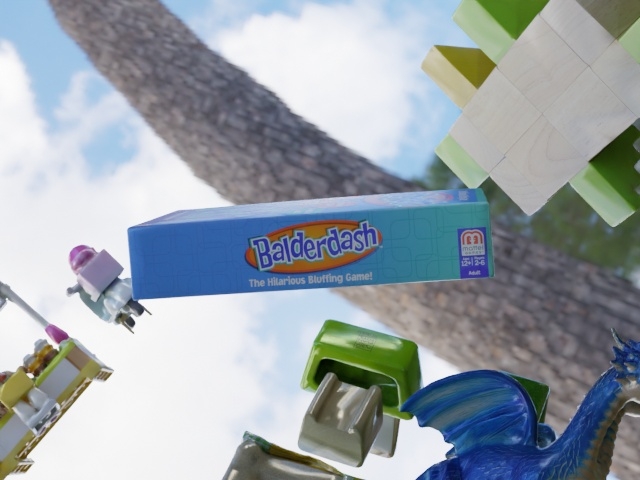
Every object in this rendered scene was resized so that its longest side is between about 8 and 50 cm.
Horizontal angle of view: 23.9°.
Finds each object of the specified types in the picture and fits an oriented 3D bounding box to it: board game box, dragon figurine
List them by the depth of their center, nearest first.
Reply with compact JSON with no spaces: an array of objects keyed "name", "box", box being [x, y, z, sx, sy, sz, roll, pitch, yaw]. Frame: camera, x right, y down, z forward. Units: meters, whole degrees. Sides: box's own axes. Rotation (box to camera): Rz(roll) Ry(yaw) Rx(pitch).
[{"name":"board game box","box":[0.000,0.000,0.938,0.160,0.210,0.047,-49,-45,-84]},{"name":"dragon figurine","box":[0.100,0.139,0.938,0.085,0.289,0.144,49,-142,-46]}]

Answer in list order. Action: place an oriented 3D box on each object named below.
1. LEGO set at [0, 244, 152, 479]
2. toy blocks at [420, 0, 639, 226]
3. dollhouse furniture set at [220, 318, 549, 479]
[{"name":"LEGO set","box":[-0.239,0.111,0.954,0.287,0.107,0.132,-46,-8,-26]},{"name":"toy blocks","box":[0.249,-0.172,1.110,0.261,0.191,0.381,-42,-4,-17]},{"name":"dollhouse furniture set","box":[0.030,0.223,1.092,0.301,0.198,0.151,-59,-21,-48]}]
